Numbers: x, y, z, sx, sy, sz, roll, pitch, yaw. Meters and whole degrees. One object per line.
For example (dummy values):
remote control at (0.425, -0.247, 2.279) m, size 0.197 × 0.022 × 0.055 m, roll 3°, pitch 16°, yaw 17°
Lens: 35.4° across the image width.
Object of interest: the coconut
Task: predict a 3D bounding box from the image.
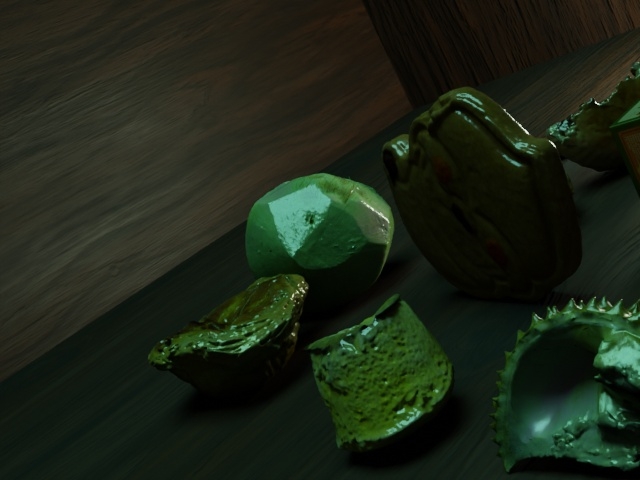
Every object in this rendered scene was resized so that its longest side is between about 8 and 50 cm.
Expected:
coconut at (0.000, 0.000, 2.097) m, size 0.328 × 0.281 × 0.328 m, roll 10°, pitch 20°, yaw -4°

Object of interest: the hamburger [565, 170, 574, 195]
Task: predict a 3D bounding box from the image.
hamburger at (0.331, -0.074, 1.926) m, size 0.290 × 0.170 × 0.314 m, roll -34°, pitch 14°, yaw -18°

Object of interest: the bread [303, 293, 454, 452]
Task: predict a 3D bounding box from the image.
bread at (0.081, 0.182, 1.345) m, size 0.197 × 0.170 × 0.197 m, roll -31°, pitch -1°, yaw -1°

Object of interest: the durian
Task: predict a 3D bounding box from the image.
durian at (0.305, 0.153, 1.033) m, size 0.306 × 0.172 × 0.166 m, roll -4°, pitch 49°, yaw 45°

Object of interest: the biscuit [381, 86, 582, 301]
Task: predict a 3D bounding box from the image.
biscuit at (0.249, -0.055, 1.599) m, size 0.078 × 0.350 × 0.455 m, roll -34°, pitch -2°, yaw -22°

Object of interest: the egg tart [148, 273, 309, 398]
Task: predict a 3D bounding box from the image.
egg tart at (-0.151, 0.185, 1.902) m, size 0.351 × 0.153 × 0.339 m, roll -18°, pitch 14°, yaw 40°

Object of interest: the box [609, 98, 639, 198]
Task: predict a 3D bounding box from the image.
box at (0.587, -0.144, 1.583) m, size 0.148 × 0.195 × 0.177 m, roll -16°, pitch 15°, yaw 47°

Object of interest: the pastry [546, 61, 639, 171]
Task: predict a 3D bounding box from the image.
pastry at (0.602, -0.227, 2.044) m, size 0.256 × 0.170 × 0.237 m, roll -31°, pitch -9°, yaw 5°
